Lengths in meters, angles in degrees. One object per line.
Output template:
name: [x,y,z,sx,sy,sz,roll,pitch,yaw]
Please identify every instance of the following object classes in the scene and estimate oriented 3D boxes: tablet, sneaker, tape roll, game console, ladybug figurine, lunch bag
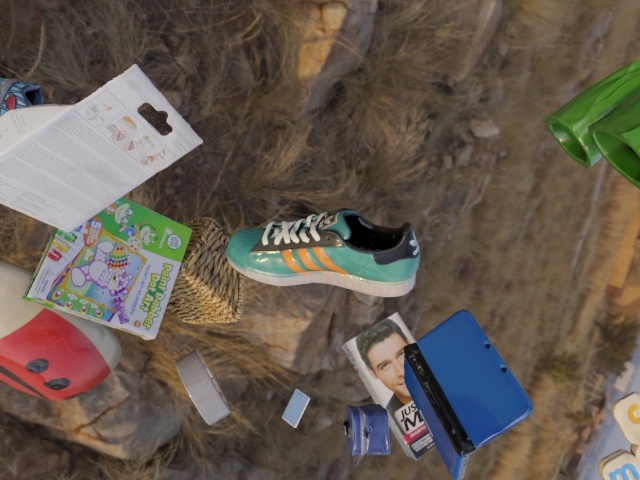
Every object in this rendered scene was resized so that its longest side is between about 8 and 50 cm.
tablet: [-0.063,0.433,1.326,0.006,0.054,0.083,34,80,-48]
sneaker: [-0.573,-0.210,0.975,0.125,0.262,0.104,-7,157,-19]
tape roll: [-0.350,0.438,1.536,0.072,0.219,0.219,-30,136,-14]
game console: [0.332,0.363,1.218,0.173,0.293,0.250,-17,135,-8]
ladybug figurine: [-0.607,0.212,1.082,0.449,0.305,0.162,66,29,-47]
sneaker: [0.000,0.000,0.783,0.108,0.302,0.121,-74,167,-51]
lunch bag: [0.065,0.285,0.773,0.098,0.065,0.067,107,-18,-78]

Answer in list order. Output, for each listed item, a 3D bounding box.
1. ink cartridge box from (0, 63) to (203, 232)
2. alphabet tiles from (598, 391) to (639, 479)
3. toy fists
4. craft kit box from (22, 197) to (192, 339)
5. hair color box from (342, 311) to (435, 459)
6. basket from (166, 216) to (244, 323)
ink cartridge box: [-0.280,-0.112,0.621,0.224,0.056,0.181,-36,160,-1]
alphabet tiles: [0.564,0.329,0.765,0.284,0.278,0.021,-28,179,-3]
toy fists: [0.344,-0.128,0.519,0.142,0.096,0.279,-36,-172,16]
craft kit box: [-0.409,0.042,1.022,0.246,0.061,0.250,29,62,-33]
hair color box: [0.242,0.423,1.521,0.185,0.374,0.113,-29,167,-12]
basket: [-0.325,0.083,1.411,0.223,0.299,0.213,46,53,-27]
